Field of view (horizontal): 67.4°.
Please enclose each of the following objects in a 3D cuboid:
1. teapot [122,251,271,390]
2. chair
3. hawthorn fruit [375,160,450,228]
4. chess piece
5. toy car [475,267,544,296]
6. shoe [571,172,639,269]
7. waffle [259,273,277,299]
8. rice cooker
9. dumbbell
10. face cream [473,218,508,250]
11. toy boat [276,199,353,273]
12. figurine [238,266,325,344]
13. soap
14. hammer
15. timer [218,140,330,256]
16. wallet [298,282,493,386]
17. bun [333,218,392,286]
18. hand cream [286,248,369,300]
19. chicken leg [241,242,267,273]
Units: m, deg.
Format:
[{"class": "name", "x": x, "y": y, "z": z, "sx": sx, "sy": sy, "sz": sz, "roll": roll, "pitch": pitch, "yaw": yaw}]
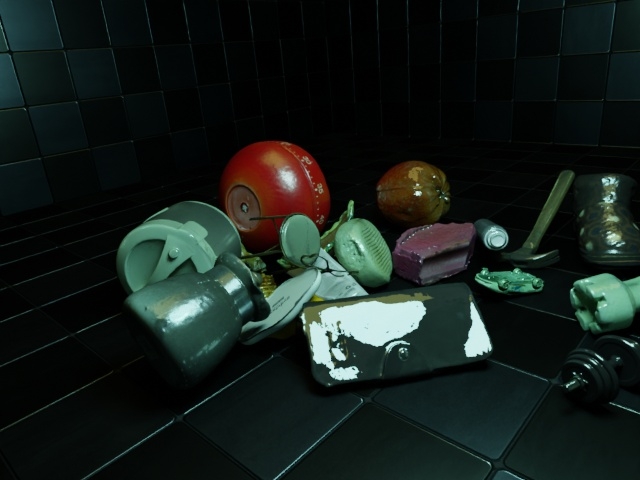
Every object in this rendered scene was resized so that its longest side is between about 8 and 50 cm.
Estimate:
[{"class": "teapot", "x": -0.241, "y": 0.171, "z": 1.041, "sx": 0.285, "sy": 0.305, "sz": 0.223, "roll": -34, "pitch": 64, "yaw": -32}, {"class": "chair", "x": -0.054, "y": 0.011, "z": 1.248, "sx": 0.326, "sy": 0.170, "sz": 0.160, "roll": -9, "pitch": -29, "yaw": 44}, {"class": "hawthorn fruit", "x": 0.331, "y": -0.156, "z": 1.717, "sx": 0.262, "sy": 0.258, "sz": 0.258, "roll": -19, "pitch": 17, "yaw": 18}, {"class": "chess piece", "x": 0.710, "y": 0.109, "z": 1.026, "sx": 0.300, "sy": 0.194, "sz": 0.194, "roll": -13, "pitch": 21, "yaw": 1}, {"class": "toy car", "x": 0.479, "y": 0.109, "z": 1.228, "sx": 0.186, "sy": 0.058, "sz": 0.093, "roll": 0, "pitch": 18, "yaw": -21}, {"class": "shoe", "x": 0.823, "y": -0.074, "z": 1.370, "sx": 0.172, "sy": 0.236, "sz": 0.384, "roll": 1, "pitch": 20, "yaw": 22}, {"class": "waffle", "x": -0.154, "y": 0.140, "z": 1.312, "sx": 0.161, "sy": 0.046, "sz": 0.192, "roll": 0, "pitch": 19, "yaw": 22}, {"class": "rice cooker", "x": -0.377, "y": 0.051, "z": 1.292, "sx": 0.289, "sy": 0.288, "sz": 0.277, "roll": 0, "pitch": 22, "yaw": 13}, {"class": "dumbbell", "x": 0.506, "y": 0.228, "z": 0.855, "sx": 0.209, "sy": 0.099, "sz": 0.099, "roll": -14, "pitch": 23, "yaw": -25}, {"class": "face cream", "x": 0.509, "y": -0.019, "z": 1.442, "sx": 0.073, "sy": 0.073, "sz": 0.283, "roll": -1, "pitch": 7, "yaw": 11}, {"class": "toy boat", "x": 0.009, "y": 0.006, "z": 1.441, "sx": 0.293, "sy": 0.099, "sz": 0.108, "roll": -39, "pitch": 22, "yaw": -1}, {"class": "figurine", "x": -0.057, "y": 0.191, "z": 1.122, "sx": 0.250, "sy": 0.141, "sz": 0.166, "roll": -37, "pitch": 21, "yaw": 19}, {"class": "soap", "x": 0.346, "y": 0.028, "z": 1.404, "sx": 0.290, "sy": 0.112, "sz": 0.182, "roll": -15, "pitch": 26, "yaw": -27}, {"class": "hammer", "x": 0.686, "y": -0.075, "z": 1.463, "sx": 0.169, "sy": 0.044, "sz": 0.439, "roll": 10, "pitch": 48, "yaw": 40}, {"class": "timer", "x": -0.156, "y": -0.132, "z": 1.559, "sx": 0.378, "sy": 0.377, "sz": 0.279, "roll": 12, "pitch": 20, "yaw": 37}, {"class": "wallet", "x": 0.150, "y": 0.190, "z": 0.987, "sx": 0.378, "sy": 0.051, "sz": 0.197, "roll": -6, "pitch": 54, "yaw": -6}, {"class": "bun", "x": 0.114, "y": 0.038, "z": 1.342, "sx": 0.108, "sy": 0.221, "sz": 0.221, "roll": -30, "pitch": 12, "yaw": 22}, {"class": "hand cream", "x": 0.024, "y": 0.109, "z": 1.260, "sx": 0.121, "sy": 0.076, "sz": 0.336, "roll": -42, "pitch": 39, "yaw": -9}, {"class": "chicken leg", "x": -0.266, "y": 0.046, "z": 1.508, "sx": 0.228, "sy": 0.103, "sz": 0.088, "roll": 12, "pitch": 12, "yaw": 30}]
